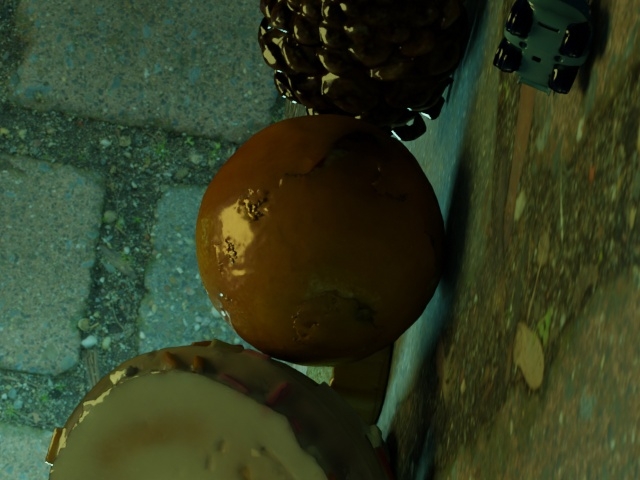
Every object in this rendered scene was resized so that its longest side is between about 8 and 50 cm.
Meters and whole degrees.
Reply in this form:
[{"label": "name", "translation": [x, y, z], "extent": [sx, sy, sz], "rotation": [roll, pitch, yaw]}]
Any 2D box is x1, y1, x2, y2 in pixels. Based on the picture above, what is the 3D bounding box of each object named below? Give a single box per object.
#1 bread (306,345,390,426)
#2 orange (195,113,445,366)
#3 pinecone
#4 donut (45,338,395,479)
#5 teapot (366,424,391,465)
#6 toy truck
[{"label": "bread", "translation": [0.035, 0.123, 1.895], "extent": [0.236, 0.070, 0.236], "rotation": [-170, 90, -83]}, {"label": "orange", "translation": [0.000, 0.000, 1.559], "extent": [0.246, 0.246, 0.246], "rotation": [-171, 90, -84]}, {"label": "pinecone", "translation": [0.043, -0.214, 1.643], "extent": [0.272, 0.224, 0.224], "rotation": [86, -169, -71]}, {"label": "donut", "translation": [-0.087, 0.274, 1.550], "extent": [0.142, 0.382, 0.382], "rotation": [-22, -54, -62]}, {"label": "teapot", "translation": [-0.026, 0.270, 1.722], "extent": [0.221, 0.178, 0.163], "rotation": [124, 155, -78]}, {"label": "toy truck", "translation": [0.162, -0.137, 1.165], "extent": [0.136, 0.063, 0.074], "rotation": [105, -168, -54]}]
